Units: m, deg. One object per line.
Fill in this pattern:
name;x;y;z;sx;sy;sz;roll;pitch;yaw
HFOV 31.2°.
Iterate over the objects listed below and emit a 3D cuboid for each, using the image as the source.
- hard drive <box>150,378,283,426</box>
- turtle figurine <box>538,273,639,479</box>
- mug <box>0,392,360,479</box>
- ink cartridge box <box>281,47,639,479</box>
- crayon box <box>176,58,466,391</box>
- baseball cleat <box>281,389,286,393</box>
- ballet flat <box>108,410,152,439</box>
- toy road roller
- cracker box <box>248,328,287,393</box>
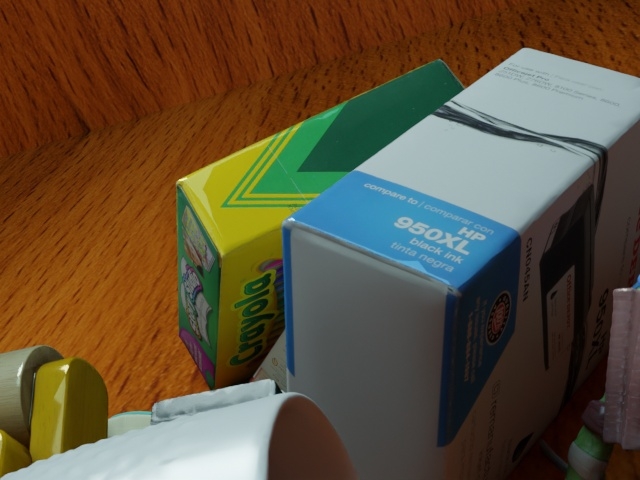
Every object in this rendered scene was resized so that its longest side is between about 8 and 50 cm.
hard drive;-0.054;0.155;0.844;0.094;0.135;0.022;-13;46;13
turtle figurine;0.291;0.173;0.858;0.197;0.275;0.266;4;42;0
mug;-0.124;0.275;0.781;0.328;0.276;0.374;-16;-11;12
ink cartridge box;0.148;0.036;1.029;0.166;0.286;0.395;21;40;29
crayon box;0.000;0.000;1.262;0.313;0.106;0.363;-28;-22;-19
baseball cleat;-0.027;0.167;1.043;0.072;0.109;0.206;25;32;19
ballet flat;-0.134;0.219;1.164;0.248;0.086;0.086;-7;23;28
toy road roller;-0.324;0.219;0.973;0.202;0.241;0.330;-13;53;14
cracker box;0.023;0.085;1.190;0.155;0.067;0.232;-38;-14;-42
